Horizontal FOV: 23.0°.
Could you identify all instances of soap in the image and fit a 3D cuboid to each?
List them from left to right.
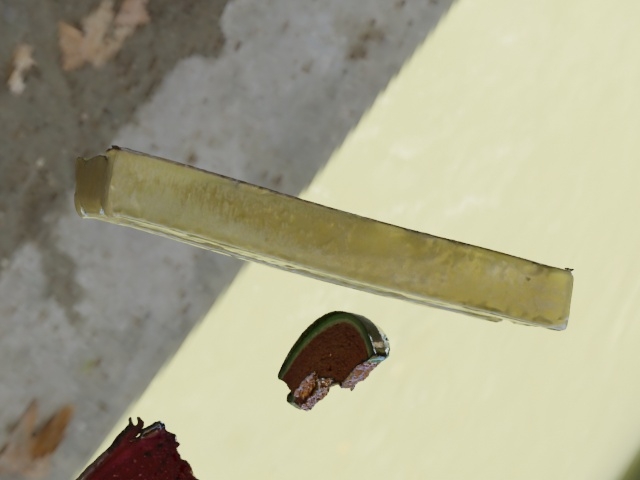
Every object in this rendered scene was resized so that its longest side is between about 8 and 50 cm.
[{"bbox_3d":[0.000,0.001,0.808,0.252,0.092,0.037,14,85,-18],"label":"soap"}]

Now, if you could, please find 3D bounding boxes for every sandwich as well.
[{"bbox_3d":[0.013,0.089,1.204,0.029,0.135,0.067,22,65,-28],"label":"sandwich"}]

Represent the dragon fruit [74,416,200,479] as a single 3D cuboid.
[{"bbox_3d":[-0.143,0.285,1.241,0.161,0.274,0.126,-20,139,-12],"label":"dragon fruit"}]
